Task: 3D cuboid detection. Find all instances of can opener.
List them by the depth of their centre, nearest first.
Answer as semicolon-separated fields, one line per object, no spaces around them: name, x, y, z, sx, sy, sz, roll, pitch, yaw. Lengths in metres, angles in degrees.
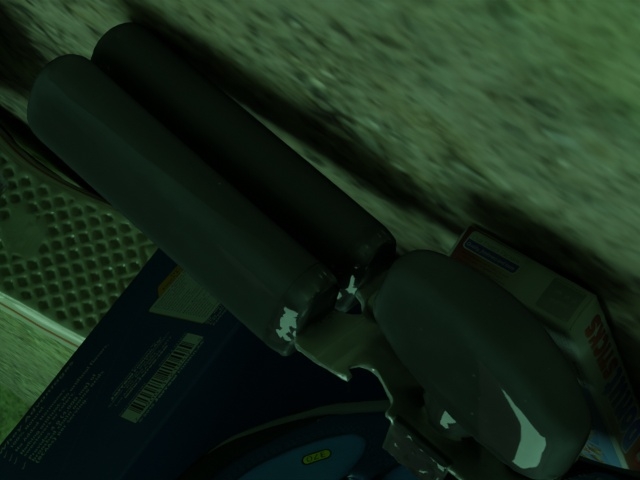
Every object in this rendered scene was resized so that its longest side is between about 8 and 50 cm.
can opener;0.000;0.000;0.756;0.280;0.074;0.093;38;135;20

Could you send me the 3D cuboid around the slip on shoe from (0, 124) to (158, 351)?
slip on shoe;-0.218;-0.021;1.189;0.331;0.123;0.101;30;170;6

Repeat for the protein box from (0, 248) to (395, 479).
protein box;-0.044;0.097;0.942;0.136;0.200;0.201;42;166;-17

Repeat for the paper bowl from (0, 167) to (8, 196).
paper bowl;-0.291;-0.102;1.006;0.284;0.148;0.284;34;166;10

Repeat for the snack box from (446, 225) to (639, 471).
snack box;0.104;0.055;0.808;0.064;0.022;0.178;30;165;30

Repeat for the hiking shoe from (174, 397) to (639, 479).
hiking shoe;0.071;0.127;0.753;0.304;0.113;0.132;4;180;13
